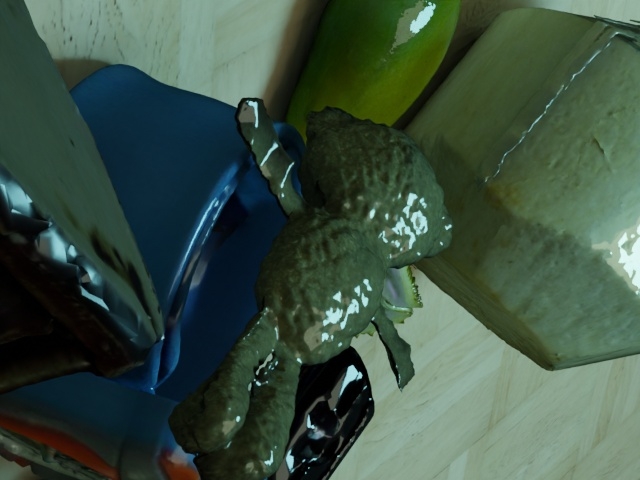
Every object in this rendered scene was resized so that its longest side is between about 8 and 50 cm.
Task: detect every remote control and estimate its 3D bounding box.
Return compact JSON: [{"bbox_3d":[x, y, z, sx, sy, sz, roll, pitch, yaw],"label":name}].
[{"bbox_3d":[-0.038,0.161,1.389,0.144,0.062,0.399,-53,-176,-12],"label":"remote control"}]

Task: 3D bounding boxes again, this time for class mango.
[{"bbox_3d":[0.041,-0.147,1.391,0.191,0.085,0.122,-57,161,24],"label":"mango"}]

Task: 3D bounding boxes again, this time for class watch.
[{"bbox_3d":[-0.108,0.043,1.215,0.305,0.241,0.274,65,46,-72],"label":"watch"}]

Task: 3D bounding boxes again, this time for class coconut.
[{"bbox_3d":[0.228,-0.052,1.564,0.323,0.323,0.323,-39,147,-32],"label":"coconut"}]

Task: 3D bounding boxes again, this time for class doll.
[{"bbox_3d":[0.001,0.036,1.102,0.202,0.286,0.091,25,141,-32],"label":"doll"}]

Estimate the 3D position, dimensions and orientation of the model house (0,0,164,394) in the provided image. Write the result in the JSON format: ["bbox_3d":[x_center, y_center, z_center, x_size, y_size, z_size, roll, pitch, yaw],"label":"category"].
[{"bbox_3d":[-0.278,-0.053,0.837,0.282,0.297,0.317,-24,147,7],"label":"model house"}]

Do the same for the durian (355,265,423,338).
[{"bbox_3d":[0.000,0.000,1.449,0.146,0.102,0.208,-13,141,-4],"label":"durian"}]
